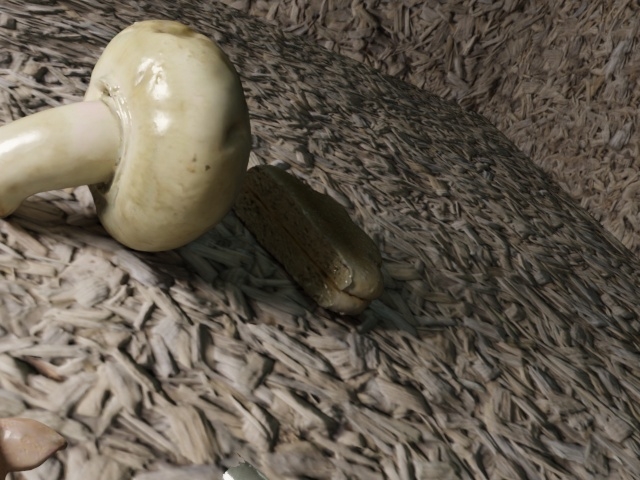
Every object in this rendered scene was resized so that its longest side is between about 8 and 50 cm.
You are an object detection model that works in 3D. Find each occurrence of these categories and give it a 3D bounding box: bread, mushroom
[{"bbox_3d":[0.001,-0.004,1.415,0.183,0.102,0.337,5,34,-46],"label":"bread"},{"bbox_3d":[-0.243,-0.114,1.148,0.315,0.356,0.315,43,-1,1],"label":"mushroom"}]

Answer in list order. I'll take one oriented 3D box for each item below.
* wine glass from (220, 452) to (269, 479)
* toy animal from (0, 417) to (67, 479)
[{"bbox_3d":[-0.007,0.308,0.794,0.262,0.074,0.074,40,24,25],"label":"wine glass"},{"bbox_3d":[-0.308,0.196,0.568,0.165,0.149,0.248,40,31,-16],"label":"toy animal"}]
